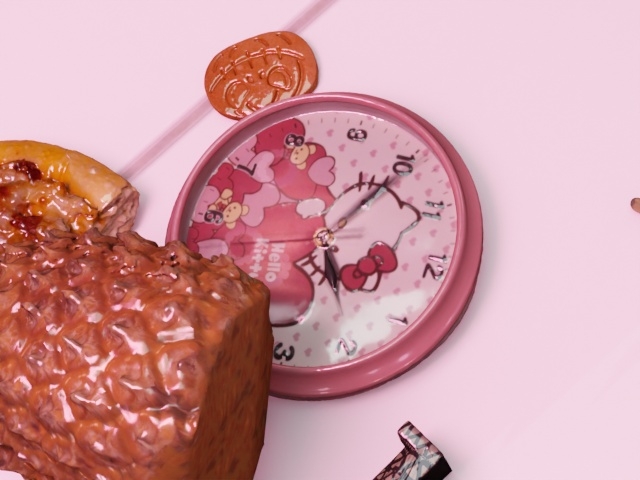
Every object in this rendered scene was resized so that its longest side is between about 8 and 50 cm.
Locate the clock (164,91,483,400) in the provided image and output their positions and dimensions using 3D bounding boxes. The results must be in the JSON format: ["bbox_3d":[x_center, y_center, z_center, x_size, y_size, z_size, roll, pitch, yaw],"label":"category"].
[{"bbox_3d":[0.000,0.000,1.363,0.244,0.056,0.244,-5,67,12],"label":"clock"}]

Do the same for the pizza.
[{"bbox_3d":[-0.241,0.012,1.408,0.154,0.069,0.194,17,74,19],"label":"pizza"}]

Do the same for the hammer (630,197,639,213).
[{"bbox_3d":[0.311,0.004,1.305,0.195,0.028,0.060,28,73,23],"label":"hammer"}]

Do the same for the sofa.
[{"bbox_3d":[0.036,0.184,1.281,0.118,0.060,0.039,-45,70,-6],"label":"sofa"}]

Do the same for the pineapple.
[{"bbox_3d":[-0.204,0.074,1.273,0.362,0.202,0.202,15,74,22],"label":"pineapple"}]

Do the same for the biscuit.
[{"bbox_3d":[-0.046,-0.126,1.444,0.091,0.015,0.078,-22,66,5],"label":"biscuit"}]
